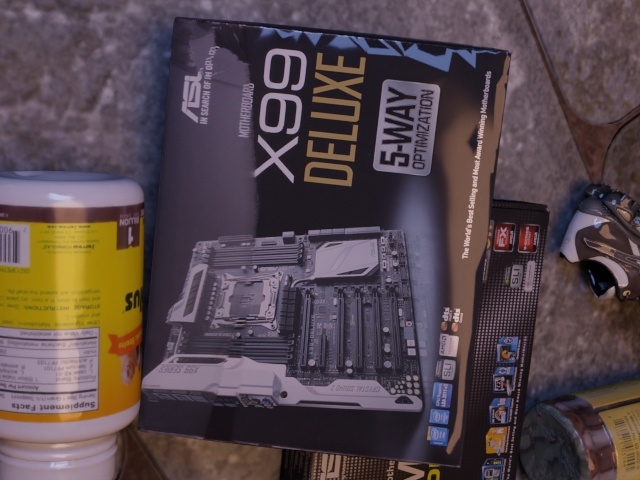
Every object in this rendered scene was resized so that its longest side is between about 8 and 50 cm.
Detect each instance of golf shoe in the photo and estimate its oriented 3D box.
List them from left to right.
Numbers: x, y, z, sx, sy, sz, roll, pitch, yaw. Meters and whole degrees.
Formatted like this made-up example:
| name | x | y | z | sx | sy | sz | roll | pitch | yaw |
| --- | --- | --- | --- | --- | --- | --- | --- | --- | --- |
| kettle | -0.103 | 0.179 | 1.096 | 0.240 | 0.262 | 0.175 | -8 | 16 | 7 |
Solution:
| name | x | y | z | sx | sy | sz | roll | pitch | yaw |
| --- | --- | --- | --- | --- | --- | --- | --- | --- | --- |
| golf shoe | 0.310 | 0.029 | 0.985 | 0.198 | 0.077 | 0.094 | 36 | 92 | -20 |

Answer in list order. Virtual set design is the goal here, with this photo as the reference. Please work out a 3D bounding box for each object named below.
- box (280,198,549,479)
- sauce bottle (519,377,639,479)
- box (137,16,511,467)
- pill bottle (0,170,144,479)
| name | x | y | z | sx | sy | sz | roll | pitch | yaw |
| --- | --- | --- | --- | --- | --- | --- | --- | --- | --- |
| box | 0.084 | 0.093 | 0.876 | 0.216 | 0.060 | 0.270 | 3 | 96 | -28 |
| sauce bottle | 0.364 | 0.185 | 1.008 | 0.344 | 0.111 | 0.111 | -6 | 101 | -25 |
| box | 0.000 | 0.000 | 0.752 | 0.242 | 0.076 | 0.307 | 7 | 96 | 0 |
| pill bottle | -0.183 | 0.062 | 0.699 | 0.117 | 0.117 | 0.215 | -1 | 99 | -27 |
